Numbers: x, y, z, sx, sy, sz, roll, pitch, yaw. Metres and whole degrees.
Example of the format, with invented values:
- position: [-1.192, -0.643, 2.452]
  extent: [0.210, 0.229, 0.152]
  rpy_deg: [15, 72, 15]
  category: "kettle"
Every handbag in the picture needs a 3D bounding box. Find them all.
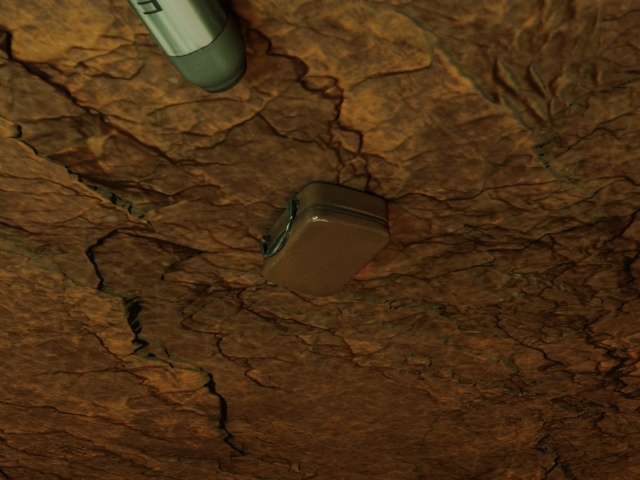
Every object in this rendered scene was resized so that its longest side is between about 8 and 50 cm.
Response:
- position: [0.000, 0.000, 1.046]
  extent: [0.151, 0.072, 0.193]
  rpy_deg: [18, 143, -26]
  category: "handbag"

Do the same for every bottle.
- position: [-0.153, -0.245, 0.679]
  extent: [0.096, 0.080, 0.254]
  rpy_deg: [23, 161, 36]
  category: "bottle"
